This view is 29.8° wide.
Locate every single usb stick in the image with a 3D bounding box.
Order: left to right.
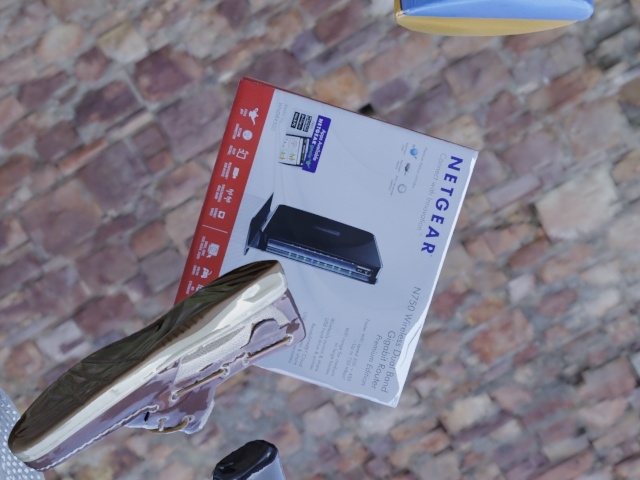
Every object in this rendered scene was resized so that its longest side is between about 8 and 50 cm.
[{"bbox_3d":[-0.047,0.318,1.197,0.077,0.278,0.045,-35,-143,-32],"label":"usb stick"}]

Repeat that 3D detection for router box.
[{"bbox_3d":[0.000,0.000,1.486,0.082,0.301,0.335,-78,-175,-83],"label":"router box"}]

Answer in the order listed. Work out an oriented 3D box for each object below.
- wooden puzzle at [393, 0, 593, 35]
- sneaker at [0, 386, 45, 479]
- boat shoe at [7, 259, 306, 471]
[{"bbox_3d":[0.167,-0.138,0.511,0.322,0.080,0.348,-1,-177,-13],"label":"wooden puzzle"},{"bbox_3d":[-0.348,0.332,1.234,0.150,0.366,0.135,-28,150,9],"label":"sneaker"},{"bbox_3d":[-0.156,0.151,1.250,0.342,0.123,0.123,-35,-162,-29],"label":"boat shoe"}]
